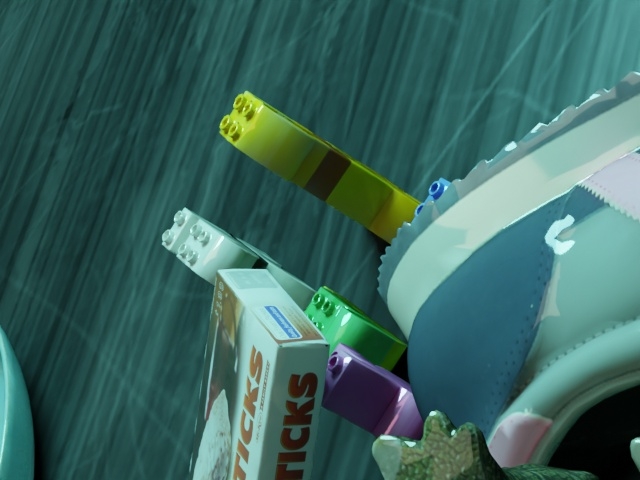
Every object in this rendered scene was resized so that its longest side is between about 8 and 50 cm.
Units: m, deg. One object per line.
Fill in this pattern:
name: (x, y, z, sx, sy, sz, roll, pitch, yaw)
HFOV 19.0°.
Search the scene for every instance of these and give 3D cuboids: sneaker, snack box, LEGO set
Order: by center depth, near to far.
sneaker: (0.155, -0.010, 0.512, 0.319, 0.112, 0.131, -40, 52, 34)
snack box: (-0.028, 0.103, 0.659, 0.064, 0.022, 0.178, -135, 49, -59)
LEGO set: (0.000, 0.000, 0.717, 0.087, 0.093, 0.227, -58, 30, 2)

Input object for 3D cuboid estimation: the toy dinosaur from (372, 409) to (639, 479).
toy dinosaur: (0.109, 0.085, 0.432, 0.313, 0.160, 0.121, -28, 69, 24)

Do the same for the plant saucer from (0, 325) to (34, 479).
plant saucer: (-0.235, 0.176, 0.959, 0.317, 0.043, 0.318, -35, 38, 34)
